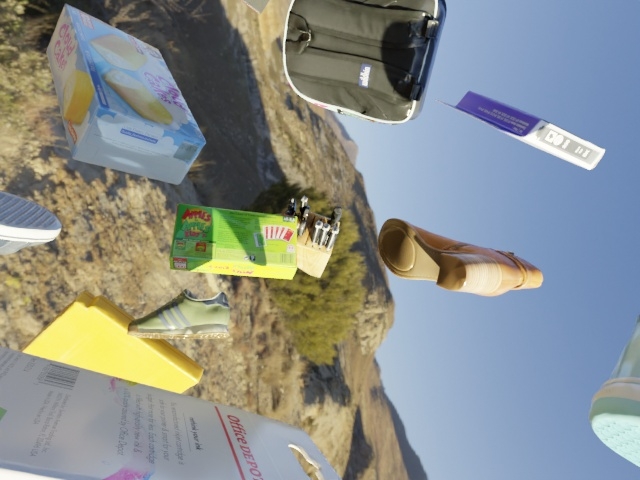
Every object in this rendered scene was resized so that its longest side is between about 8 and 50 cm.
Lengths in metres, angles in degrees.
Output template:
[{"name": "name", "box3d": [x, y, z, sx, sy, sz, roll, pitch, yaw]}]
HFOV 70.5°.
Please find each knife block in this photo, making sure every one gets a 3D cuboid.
[{"name": "knife block", "box3d": [0.000, 0.000, 1.047, 0.276, 0.242, 0.088, 36, 64, -42]}]

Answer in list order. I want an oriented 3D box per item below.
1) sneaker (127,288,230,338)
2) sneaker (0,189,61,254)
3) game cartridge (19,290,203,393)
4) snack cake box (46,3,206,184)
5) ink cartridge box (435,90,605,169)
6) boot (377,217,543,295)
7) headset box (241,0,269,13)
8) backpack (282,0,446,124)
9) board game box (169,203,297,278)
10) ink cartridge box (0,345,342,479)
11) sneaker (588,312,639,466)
[{"name": "sneaker", "box3d": [-0.250, 0.131, 0.816, 0.064, 0.192, 0.086, 57, 33, -66]}, {"name": "sneaker", "box3d": [-0.618, -0.022, 0.748, 0.321, 0.127, 0.126, 14, 26, -49]}, {"name": "game cartridge", "box3d": [-0.452, 0.267, 0.942, 0.285, 0.324, 0.052, 45, 25, -21]}, {"name": "snack cake box", "box3d": [-0.289, -0.212, 0.662, 0.152, 0.089, 0.264, 10, 40, -48]}, {"name": "ink cartridge box", "box3d": [0.331, -0.200, 0.773, 0.045, 0.209, 0.206, -66, -154, 22]}, {"name": "boot", "box3d": [0.266, 0.030, 0.892, 0.283, 0.220, 0.108, 22, -75, 57]}, {"name": "headset box", "box3d": [-0.128, -0.498, 0.646, 0.293, 0.218, 0.110, 43, 19, 14]}, {"name": "backpack", "box3d": [0.070, -0.331, 0.777, 0.191, 0.254, 0.225, -51, 154, -61]}, {"name": "board game box", "box3d": [-0.128, 0.003, 0.688, 0.043, 0.182, 0.092, 116, -24, -57]}, {"name": "ink cartridge box", "box3d": [-0.156, 0.209, 0.376, 0.119, 0.354, 0.207, -69, -160, -5]}, {"name": "sneaker", "box3d": [0.414, 0.145, 0.368, 0.208, 0.319, 0.127, -53, 164, -26]}]
